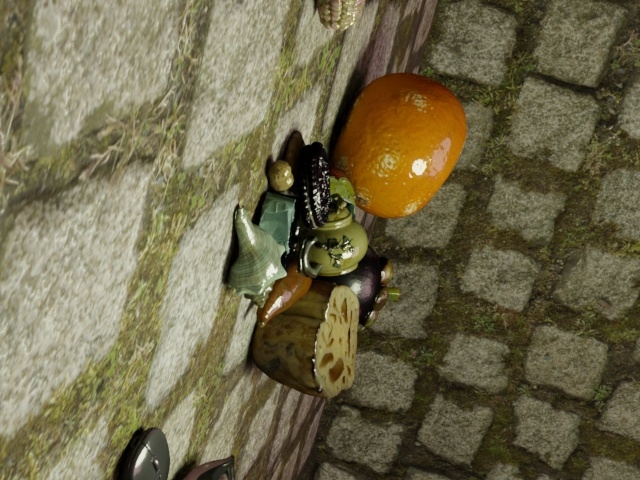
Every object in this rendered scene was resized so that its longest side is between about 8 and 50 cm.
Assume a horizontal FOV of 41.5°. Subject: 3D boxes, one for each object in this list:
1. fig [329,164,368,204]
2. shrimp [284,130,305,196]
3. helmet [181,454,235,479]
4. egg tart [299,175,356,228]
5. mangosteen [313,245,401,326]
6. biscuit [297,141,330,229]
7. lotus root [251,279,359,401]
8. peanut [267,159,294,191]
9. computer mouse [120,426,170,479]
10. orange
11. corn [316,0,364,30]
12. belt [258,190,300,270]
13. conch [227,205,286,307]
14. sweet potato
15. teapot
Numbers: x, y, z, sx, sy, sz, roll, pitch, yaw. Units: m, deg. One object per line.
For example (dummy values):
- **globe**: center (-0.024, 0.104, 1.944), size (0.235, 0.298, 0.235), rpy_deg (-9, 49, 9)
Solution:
- **fig**: center (0.039, -0.136, 2.197), size (0.119, 0.153, 0.119), rpy_deg (-24, 121, -46)
- **shrimp**: center (-0.053, -0.165, 1.911), size (0.236, 0.053, 0.133), rpy_deg (69, 19, -70)
- **helmet**: center (-0.255, 0.577, 1.806), size (0.253, 0.154, 0.198), rpy_deg (-109, -166, -75)
- **egg tart**: center (0.014, -0.067, 2.110), size (0.197, 0.078, 0.197), rpy_deg (-20, 131, -24)
- **mangosteen**: center (0.095, 0.132, 2.501), size (0.275, 0.302, 0.274), rpy_deg (-167, -90, -75)
- **biscuit**: center (-0.013, -0.118, 1.830), size (0.194, 0.053, 0.194), rpy_deg (-2, 90, -80)
- **lotus root**: center (-0.047, 0.233, 2.142), size (0.316, 0.250, 0.316), rpy_deg (11, 90, -72)
- **peanut**: center (-0.081, -0.133, 1.742), size (0.113, 0.054, 0.053), rpy_deg (87, 23, -74)
- **computer mouse**: center (-0.306, 0.425, 1.485), size (0.120, 0.057, 0.232), rpy_deg (-62, 167, -48)
- **orange**: center (0.206, -0.267, 2.331), size (0.423, 0.326, 0.424), rpy_deg (-59, -175, 8)
- **corn**: center (0.054, -0.532, 1.566), size (0.335, 0.127, 0.126), rpy_deg (96, 15, -57)
- **belt**: center (-0.092, -0.018, 1.807), size (0.198, 0.078, 0.151), rpy_deg (95, 7, -51)
- **conch**: center (-0.120, 0.035, 1.678), size (0.137, 0.114, 0.233), rpy_deg (-87, -175, -72)
- **sweet potato**: center (-0.075, 0.090, 2.049), size (0.359, 0.112, 0.112), rpy_deg (-60, 165, -49)
- **teapot**: center (0.016, -0.016, 1.973), size (0.269, 0.173, 0.182), rpy_deg (-36, 126, -53)
